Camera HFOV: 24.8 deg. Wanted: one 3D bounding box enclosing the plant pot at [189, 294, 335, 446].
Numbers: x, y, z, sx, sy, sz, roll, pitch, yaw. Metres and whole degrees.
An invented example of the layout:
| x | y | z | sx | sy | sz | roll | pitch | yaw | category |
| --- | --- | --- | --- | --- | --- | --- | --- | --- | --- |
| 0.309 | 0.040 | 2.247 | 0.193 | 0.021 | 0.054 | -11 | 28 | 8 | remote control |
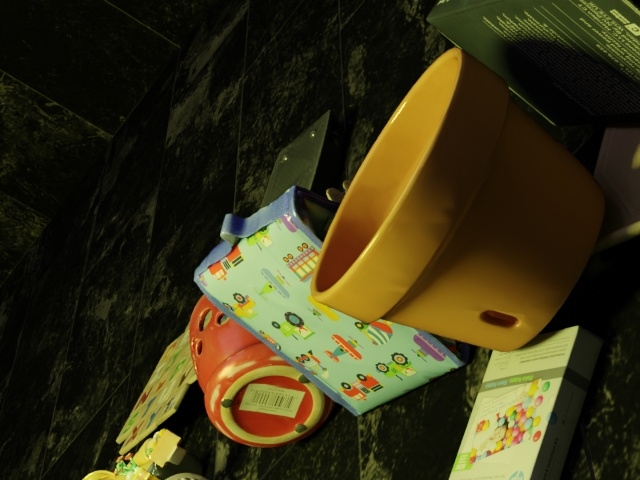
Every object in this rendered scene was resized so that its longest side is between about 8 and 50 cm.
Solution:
| x | y | z | sx | sy | sz | roll | pitch | yaw | category |
| --- | --- | --- | --- | --- | --- | --- | --- | --- | --- |
| -0.072 | 0.162 | 1.884 | 0.191 | 0.191 | 0.174 | -49 | 28 | 25 | plant pot |

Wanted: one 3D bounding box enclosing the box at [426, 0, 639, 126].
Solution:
| x | y | z | sx | sy | sz | roll | pitch | yaw | category |
| --- | --- | --- | --- | --- | --- | --- | --- | --- | --- |
| 0.330 | -0.295 | 1.462 | 0.293 | 0.212 | 0.395 | -56 | 15 | -9 | box |

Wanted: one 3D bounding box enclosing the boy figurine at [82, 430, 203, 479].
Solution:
| x | y | z | sx | sy | sz | roll | pitch | yaw | category |
| --- | --- | --- | --- | --- | --- | --- | --- | --- | --- |
| -0.278 | 0.374 | 2.210 | 0.285 | 0.092 | 0.177 | -20 | 46 | 56 | boy figurine |

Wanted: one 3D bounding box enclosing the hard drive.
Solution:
| x | y | z | sx | sy | sz | roll | pitch | yaw | category |
| --- | --- | --- | --- | --- | --- | --- | --- | --- | --- |
| -0.036 | -0.072 | 2.317 | 0.172 | 0.054 | 0.254 | -37 | 29 | 45 | hard drive |

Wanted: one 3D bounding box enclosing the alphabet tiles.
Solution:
| x | y | z | sx | sy | sz | roll | pitch | yaw | category |
| --- | --- | --- | --- | --- | --- | --- | --- | --- | --- |
| -0.216 | 0.188 | 2.348 | 0.285 | 0.011 | 0.342 | -41 | 16 | 42 | alphabet tiles |

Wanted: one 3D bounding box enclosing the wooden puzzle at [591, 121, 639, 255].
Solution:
| x | y | z | sx | sy | sz | roll | pitch | yaw | category |
| --- | --- | --- | --- | --- | --- | --- | --- | --- | --- |
| 0.352 | -0.092 | 1.452 | 0.221 | 0.044 | 0.238 | -29 | 31 | 55 | wooden puzzle |

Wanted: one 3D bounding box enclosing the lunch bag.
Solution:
| x | y | z | sx | sy | sz | roll | pitch | yaw | category |
| --- | --- | --- | --- | --- | --- | --- | --- | --- | --- |
| 0.004 | 0.059 | 1.683 | 0.221 | 0.293 | 0.138 | -34 | 32 | 49 | lunch bag |

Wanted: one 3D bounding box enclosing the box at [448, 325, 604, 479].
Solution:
| x | y | z | sx | sy | sz | roll | pitch | yaw | category |
| --- | --- | --- | --- | --- | --- | --- | --- | --- | --- |
| 0.196 | 0.182 | 1.428 | 0.145 | 0.038 | 0.186 | -22 | 42 | 60 | box |

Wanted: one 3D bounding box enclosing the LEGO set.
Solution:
| x | y | z | sx | sy | sz | roll | pitch | yaw | category |
| --- | --- | --- | --- | --- | --- | --- | --- | --- | --- |
| -0.286 | 0.378 | 2.011 | 0.107 | 0.132 | 0.287 | 28 | 113 | 32 | LEGO set |

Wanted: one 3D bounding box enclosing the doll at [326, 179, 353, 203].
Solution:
| x | y | z | sx | sy | sz | roll | pitch | yaw | category |
| --- | --- | --- | --- | --- | --- | --- | --- | --- | --- |
| 0.000 | 0.000 | 2.077 | 0.129 | 0.046 | 0.189 | -27 | -27 | -43 | doll |

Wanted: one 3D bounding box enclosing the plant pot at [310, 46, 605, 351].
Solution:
| x | y | z | sx | sy | sz | roll | pitch | yaw | category |
| --- | --- | --- | --- | --- | --- | --- | --- | --- | --- |
| 0.148 | -0.021 | 1.467 | 0.291 | 0.203 | 0.291 | -58 | 10 | 17 | plant pot |

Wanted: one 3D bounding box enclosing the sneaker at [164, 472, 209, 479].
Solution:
| x | y | z | sx | sy | sz | roll | pitch | yaw | category |
| --- | --- | --- | --- | --- | --- | --- | --- | --- | --- |
| -0.247 | 0.480 | 1.925 | 0.366 | 0.135 | 0.150 | -62 | 6 | -32 | sneaker |
